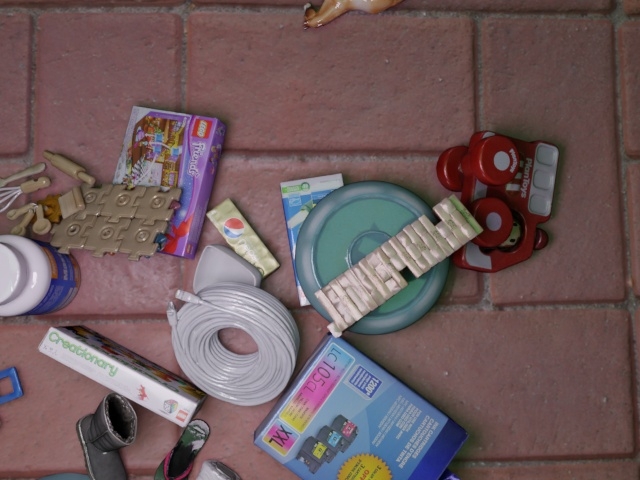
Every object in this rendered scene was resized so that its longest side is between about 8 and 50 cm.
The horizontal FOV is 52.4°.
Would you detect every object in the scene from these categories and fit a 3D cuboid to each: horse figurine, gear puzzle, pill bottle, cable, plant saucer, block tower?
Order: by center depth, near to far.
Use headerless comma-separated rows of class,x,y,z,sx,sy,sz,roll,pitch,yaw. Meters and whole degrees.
block tower,0.140,0.047,1.220,0.335,0.091,0.097,-38,81,5
pill bottle,-0.573,0.068,1.240,0.152,0.272,0.152,0,85,-3
cable,-0.169,0.205,1.293,0.257,0.089,0.257,8,117,8
gear puzzle,-0.443,-0.037,1.302,0.339,0.044,0.175,5,58,18
plant saucer,0.106,0.032,1.311,0.318,0.044,0.317,0,85,0
horse figurine,0.089,-0.560,1.441,0.263,0.066,0.174,0,79,-1

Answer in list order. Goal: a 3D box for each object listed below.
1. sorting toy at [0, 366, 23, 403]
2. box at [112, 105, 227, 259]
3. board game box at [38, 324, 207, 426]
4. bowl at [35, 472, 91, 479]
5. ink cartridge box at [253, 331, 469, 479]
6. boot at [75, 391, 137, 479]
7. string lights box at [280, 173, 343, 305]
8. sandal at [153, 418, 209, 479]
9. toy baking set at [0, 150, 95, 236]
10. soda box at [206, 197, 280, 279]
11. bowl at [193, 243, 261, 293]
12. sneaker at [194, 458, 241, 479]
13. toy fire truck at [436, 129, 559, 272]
sorting toy,-0.768,0.349,1.318,0.348,0.047,0.196,-35,83,-6
box,-0.327,-0.122,1.354,0.201,0.057,0.293,12,84,16
board game box,-0.373,0.258,1.271,0.305,0.193,0.053,28,83,0
bowl,-0.513,0.624,1.245,0.312,0.163,0.311,0,85,-4
ink cartridge box,0.101,0.403,1.307,0.395,0.151,0.270,37,84,-1
boot,-0.395,0.395,1.252,0.076,0.208,0.189,-27,87,-47
string lights box,0.000,0.000,1.374,0.133,0.077,0.259,-10,85,-4
sandal,-0.288,0.451,1.333,0.067,0.040,0.179,28,84,0
toy baking set,-0.588,-0.105,1.333,0.256,0.030,0.197,32,66,29
soda box,-0.162,0.001,1.375,0.061,0.058,0.181,-37,87,-6
bowl,-0.185,0.083,1.339,0.142,0.053,0.142,33,122,16
sneaker,-0.167,0.552,1.316,0.232,0.090,0.115,35,90,10
toy fire truck,0.386,-0.079,1.372,0.254,0.169,0.302,10,85,-20
